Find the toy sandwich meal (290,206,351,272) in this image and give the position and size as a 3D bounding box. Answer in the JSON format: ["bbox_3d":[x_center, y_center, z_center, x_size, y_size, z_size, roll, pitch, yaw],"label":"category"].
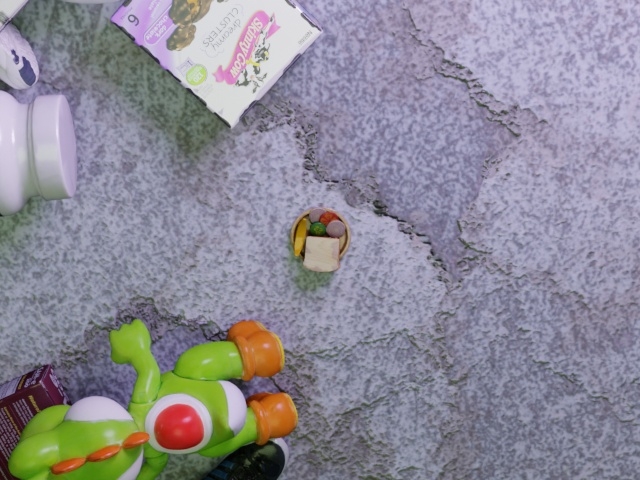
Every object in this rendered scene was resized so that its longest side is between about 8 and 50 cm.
[{"bbox_3d":[0.000,0.000,1.778,0.085,0.029,0.085,-1,106,-2],"label":"toy sandwich meal"}]

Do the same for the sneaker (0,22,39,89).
[{"bbox_3d":[-0.461,-0.227,1.670,0.235,0.094,0.153,38,108,-18],"label":"sneaker"}]

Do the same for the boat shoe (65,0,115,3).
[{"bbox_3d":[-0.348,-0.357,1.633,0.302,0.091,0.114,20,107,-6],"label":"boat shoe"}]

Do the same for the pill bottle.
[{"bbox_3d":[-0.429,-0.099,1.672,0.264,0.153,0.153,-6,106,-1],"label":"pill bottle"}]

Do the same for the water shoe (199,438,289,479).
[{"bbox_3d":[-0.123,0.332,1.840,0.203,0.080,0.073,-37,104,8],"label":"water shoe"}]

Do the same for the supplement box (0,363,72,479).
[{"bbox_3d":[-0.429,0.270,1.816,0.239,0.073,0.130,-24,106,5],"label":"supplement box"}]

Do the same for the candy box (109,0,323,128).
[{"bbox_3d":[-0.121,-0.260,1.680,0.196,0.070,0.165,42,100,-12],"label":"candy box"}]

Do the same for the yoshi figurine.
[{"bbox_3d":[-0.224,0.222,1.741,0.362,0.203,0.203,-18,148,-29],"label":"yoshi figurine"}]

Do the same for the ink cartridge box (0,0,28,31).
[{"bbox_3d":[-0.388,-0.275,1.579,0.135,0.056,0.099,-43,102,10],"label":"ink cartridge box"}]
